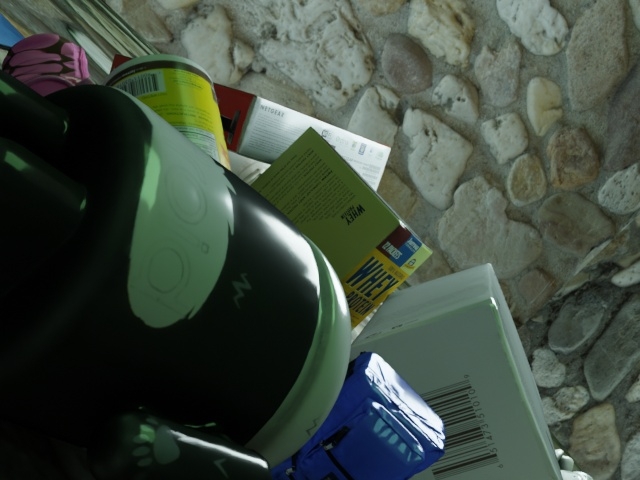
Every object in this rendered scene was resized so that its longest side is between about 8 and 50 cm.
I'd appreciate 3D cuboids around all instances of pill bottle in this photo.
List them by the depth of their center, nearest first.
[{"bbox_3d":[-0.144,-0.064,0.865,0.117,0.117,0.215,36,35,-55],"label":"pill bottle"}]

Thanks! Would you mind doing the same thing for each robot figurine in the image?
[{"bbox_3d":[-0.104,0.031,0.487,0.174,0.209,0.278,-4,-28,36],"label":"robot figurine"}]

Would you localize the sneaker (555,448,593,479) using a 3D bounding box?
[{"bbox_3d":[0.337,0.386,1.246,0.111,0.129,0.297,45,7,-21],"label":"sneaker"}]

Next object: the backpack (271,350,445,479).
[{"bbox_3d":[0.018,0.158,0.676,0.098,0.120,0.101,47,16,1],"label":"backpack"}]

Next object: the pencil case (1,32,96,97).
[{"bbox_3d":[-0.269,-0.150,0.901,0.095,0.098,0.209,45,5,-31],"label":"pencil case"}]

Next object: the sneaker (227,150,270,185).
[{"bbox_3d":[-0.077,-0.076,1.617,0.305,0.114,0.152,45,5,3],"label":"sneaker"}]

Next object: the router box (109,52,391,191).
[{"bbox_3d":[-0.108,-0.174,1.373,0.301,0.082,0.335,23,7,36],"label":"router box"}]

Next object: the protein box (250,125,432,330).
[{"bbox_3d":[0.000,0.000,1.215,0.201,0.200,0.136,49,7,30],"label":"protein box"}]

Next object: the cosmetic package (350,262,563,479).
[{"bbox_3d":[0.158,0.160,1.019,0.385,0.156,0.217,-30,99,-78],"label":"cosmetic package"}]

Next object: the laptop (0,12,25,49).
[{"bbox_3d":[-0.463,-0.449,1.028,0.236,0.407,0.382,11,6,1],"label":"laptop"}]

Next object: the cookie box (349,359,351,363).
[{"bbox_3d":[0.073,0.195,1.164,0.107,0.040,0.092,48,6,28],"label":"cookie box"}]

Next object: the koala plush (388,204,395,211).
[{"bbox_3d":[0.004,-0.001,1.418,0.203,0.196,0.221,33,8,-7],"label":"koala plush"}]
